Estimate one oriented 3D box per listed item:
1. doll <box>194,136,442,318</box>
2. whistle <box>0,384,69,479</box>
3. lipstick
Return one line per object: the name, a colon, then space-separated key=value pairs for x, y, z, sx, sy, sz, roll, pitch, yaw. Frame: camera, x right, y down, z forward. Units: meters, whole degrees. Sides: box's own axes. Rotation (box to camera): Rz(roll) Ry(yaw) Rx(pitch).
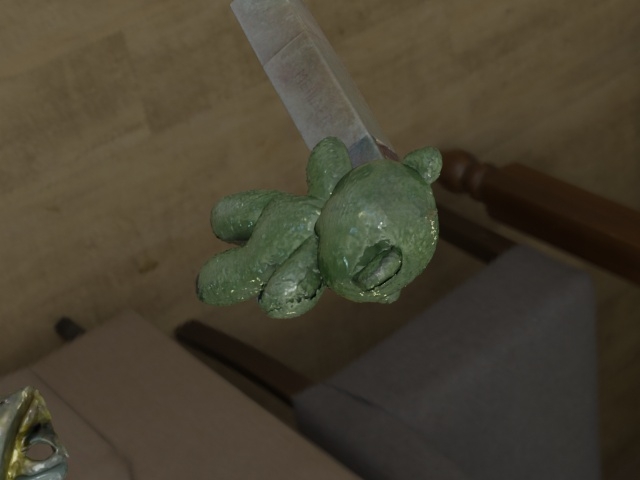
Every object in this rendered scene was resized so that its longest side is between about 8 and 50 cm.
doll: x=0.000 y=0.000 z=0.679 sx=0.077 sy=0.150 sz=0.115 roll=50 pitch=49 yaw=-38
whistle: x=-0.313 y=0.179 z=0.769 sx=0.326 sy=0.068 sz=0.057 roll=-21 pitch=153 yaw=-13
lipstick: x=0.001 y=-0.175 z=1.541 sx=0.076 sy=0.371 sz=0.080 roll=-39 pitch=145 yaw=17
